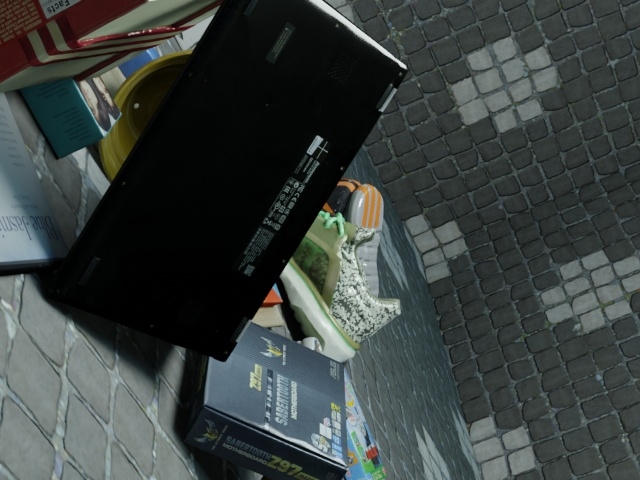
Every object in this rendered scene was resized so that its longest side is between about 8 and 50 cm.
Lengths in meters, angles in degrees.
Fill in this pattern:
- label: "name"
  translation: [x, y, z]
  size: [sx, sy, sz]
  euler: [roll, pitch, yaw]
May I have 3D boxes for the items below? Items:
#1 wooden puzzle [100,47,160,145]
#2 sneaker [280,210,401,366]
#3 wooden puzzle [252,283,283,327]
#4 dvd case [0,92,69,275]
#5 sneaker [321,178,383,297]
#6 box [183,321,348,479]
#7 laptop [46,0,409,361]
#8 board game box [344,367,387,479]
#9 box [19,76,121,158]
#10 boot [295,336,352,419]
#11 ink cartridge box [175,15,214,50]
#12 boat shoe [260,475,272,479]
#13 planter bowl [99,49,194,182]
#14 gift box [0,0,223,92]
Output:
- label: "wooden puzzle"
  translation: [-0.277, -0.298, 1.582]
  size: [0.348, 0.080, 0.322]
  euler: [-101, 164, -49]
- label: "sneaker"
  translation: [0.000, 0.000, 2.020]
  size: [0.410, 0.182, 0.158]
  euler: [60, 8, 1]
- label: "wooden puzzle"
  translation: [-0.121, 0.024, 1.773]
  size: [0.239, 0.044, 0.221]
  euler: [17, 50, -77]
- label: "dvd case"
  translation: [-0.314, -0.088, 1.096]
  size: [0.180, 0.022, 0.253]
  euler: [-5, 73, -80]
- label: "sneaker"
  translation: [0.006, 0.046, 2.168]
  size: [0.124, 0.180, 0.321]
  euler: [7, 92, -57]
- label: "box"
  translation: [-0.060, 0.188, 1.425]
  size: [0.183, 0.059, 0.232]
  euler: [25, 22, -11]
- label: "laptop"
  translation: [-0.106, -0.092, 1.337]
  size: [0.236, 0.382, 0.408]
  euler: [35, 5, 41]
- label: "board game box"
  translation: [0.044, 0.308, 2.005]
  size: [0.211, 0.039, 0.160]
  euler: [67, 11, 9]
- label: "box"
  translation: [-0.308, -0.219, 1.306]
  size: [0.100, 0.060, 0.244]
  euler: [-85, 150, -69]
- label: "boot"
  translation: [-0.014, 0.255, 1.581]
  size: [0.095, 0.123, 0.258]
  euler: [36, 32, -70]
- label: "ink cartridge box"
  translation: [-0.184, -0.343, 2.088]
  size: [0.060, 0.104, 0.180]
  euler: [-89, 154, -67]
- label: "boat shoe"
  translation: [-0.009, 0.396, 1.429]
  size: [0.285, 0.104, 0.089]
  euler: [56, 52, -27]
- label: "planter bowl"
  translation: [-0.176, -0.147, 1.480]
  size: [0.217, 0.217, 0.090]
  euler: [59, -5, -38]
- label: "gift box"
  translation: [-0.224, -0.310, 1.141]
  size: [0.258, 0.255, 0.276]
  euler: [-30, 102, -64]
